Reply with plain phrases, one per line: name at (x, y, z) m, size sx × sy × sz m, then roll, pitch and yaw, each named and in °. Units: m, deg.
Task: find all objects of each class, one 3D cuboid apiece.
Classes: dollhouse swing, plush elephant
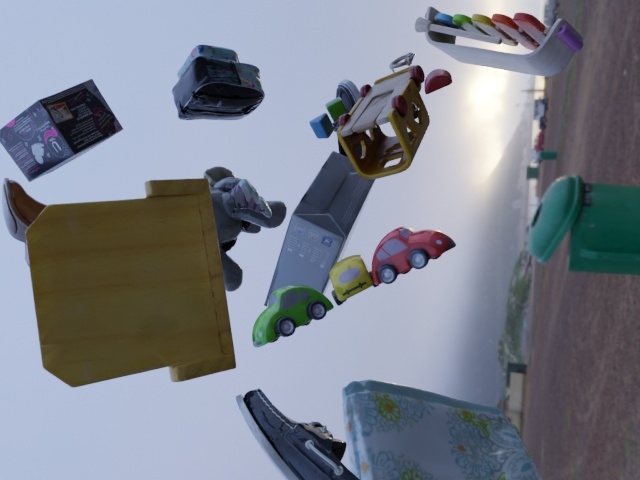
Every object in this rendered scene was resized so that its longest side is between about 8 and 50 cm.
dollhouse swing at (-0.335, 0.086, 1.040) m, size 0.315 × 0.304 × 0.347 m, roll 155°, pitch 106°, yaw -76°
plush elephant at (-0.265, -0.059, 1.500) m, size 0.272 × 0.329 × 0.255 m, roll -63°, pitch -3°, yaw 12°

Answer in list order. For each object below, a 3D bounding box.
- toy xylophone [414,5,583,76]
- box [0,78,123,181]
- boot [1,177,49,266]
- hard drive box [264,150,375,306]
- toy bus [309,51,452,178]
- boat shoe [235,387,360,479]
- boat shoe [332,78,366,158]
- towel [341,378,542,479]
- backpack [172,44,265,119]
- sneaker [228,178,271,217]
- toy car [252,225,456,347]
toy xylophone at (0.332, -0.400, 1.091) m, size 0.236 × 0.322 × 0.081 m, roll 3°, pitch -71°, yaw -54°
box at (-0.628, -0.261, 1.342) m, size 0.163 × 0.247 × 0.142 m, roll -48°, pitch -63°, yaw -46°
boot at (-0.637, -0.056, 1.368) m, size 0.220 × 0.283 × 0.109 m, roll -18°, pitch -33°, yaw -41°
hard drive box at (0.000, 0.000, 0.929) m, size 0.181 × 0.089 × 0.232 m, roll -61°, pitch -6°, yaw -45°
toy bus at (0.106, -0.175, 0.813) m, size 0.104 × 0.202 × 0.191 m, roll 59°, pitch 175°, yaw -26°
boat shoe at (0.000, 0.291, 0.705) m, size 0.091 × 0.302 × 0.114 m, roll -38°, pitch -33°, yaw -13°
boat shoe at (0.064, -0.283, 1.388) m, size 0.076 × 0.080 × 0.229 m, roll -36°, pitch -42°, yaw -27°
towel at (0.222, 0.405, 0.931) m, size 0.321 × 0.374 × 0.090 m, roll -101°, pitch 32°, yaw -52°
backpack at (-0.306, -0.468, 1.699) m, size 0.253 × 0.225 × 0.191 m, roll 0°, pitch -108°, yaw -36°
sneaker at (-0.154, -0.074, 1.168) m, size 0.098 × 0.069 × 0.038 m, roll 51°, pitch -172°, yaw -15°
toy car at (0.014, 0.054, 0.650) m, size 0.224 × 0.239 × 0.053 m, roll -25°, pitch -96°, yaw -26°
